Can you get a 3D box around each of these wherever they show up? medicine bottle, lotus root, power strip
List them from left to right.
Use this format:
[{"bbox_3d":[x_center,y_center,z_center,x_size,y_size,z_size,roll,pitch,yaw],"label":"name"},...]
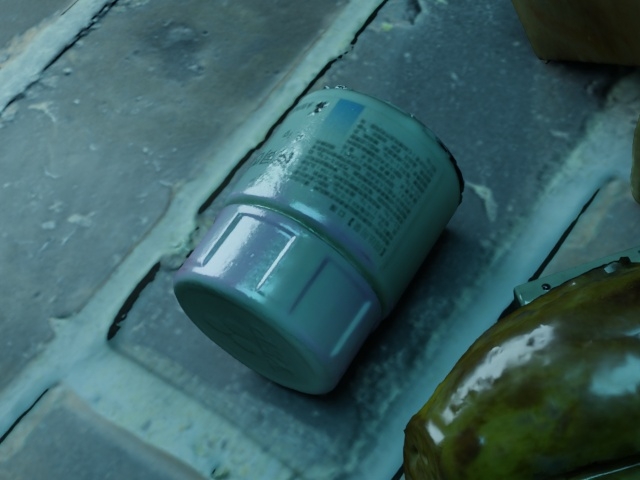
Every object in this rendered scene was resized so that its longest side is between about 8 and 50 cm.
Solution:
[{"bbox_3d":[0.000,0.000,0.651,0.135,0.135,0.168,22,64,27],"label":"medicine bottle"},{"bbox_3d":[0.175,0.033,0.632,0.136,0.051,0.019,-18,49,2],"label":"power strip"},{"bbox_3d":[0.184,0.097,0.508,0.290,0.193,0.193,-12,54,6],"label":"lotus root"}]

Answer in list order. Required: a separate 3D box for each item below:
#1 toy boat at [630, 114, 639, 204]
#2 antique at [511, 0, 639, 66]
[{"bbox_3d":[0.294,-0.085,0.646,0.188,0.116,0.061,-34,59,-7],"label":"toy boat"},{"bbox_3d":[0.224,-0.166,0.634,0.093,0.087,0.310,-30,16,-5],"label":"antique"}]
